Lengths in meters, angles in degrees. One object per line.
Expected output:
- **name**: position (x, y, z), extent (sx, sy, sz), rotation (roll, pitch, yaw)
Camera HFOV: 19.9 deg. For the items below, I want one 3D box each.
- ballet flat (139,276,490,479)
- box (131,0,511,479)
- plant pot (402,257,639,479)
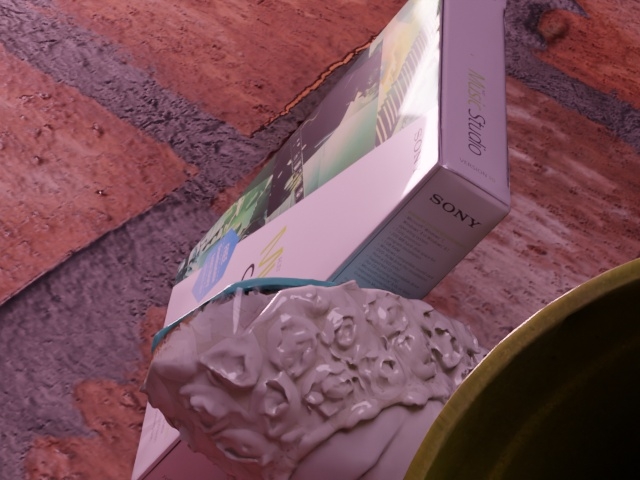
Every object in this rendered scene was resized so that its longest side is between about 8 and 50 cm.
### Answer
- **ballet flat**: position (0.070, 0.128, 1.050), extent (0.409, 0.147, 0.147), rotation (24, 22, -51)
- **box**: position (0.000, 0.000, 1.151), extent (0.058, 0.322, 0.232), rotation (32, 33, -19)
- **plant pot**: position (0.255, 0.218, 0.934), extent (0.366, 0.366, 0.353), rotation (42, 3, 27)
